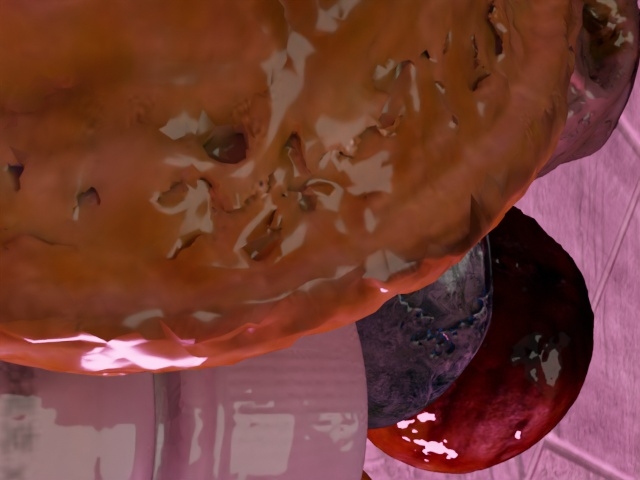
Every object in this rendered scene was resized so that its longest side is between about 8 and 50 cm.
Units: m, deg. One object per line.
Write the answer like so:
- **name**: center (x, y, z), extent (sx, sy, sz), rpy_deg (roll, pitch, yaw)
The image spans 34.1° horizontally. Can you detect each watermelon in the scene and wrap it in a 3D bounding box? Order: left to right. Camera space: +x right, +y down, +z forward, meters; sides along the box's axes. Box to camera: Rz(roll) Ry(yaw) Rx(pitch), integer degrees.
- **watermelon**: center (-0.006, 0.002, 0.737), extent (0.175, 0.188, 0.322), rpy_deg (-15, 99, -26)

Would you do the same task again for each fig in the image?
- **fig**: center (0.123, 0.091, 0.926), extent (0.224, 0.224, 0.263), rpy_deg (-4, 112, -50)

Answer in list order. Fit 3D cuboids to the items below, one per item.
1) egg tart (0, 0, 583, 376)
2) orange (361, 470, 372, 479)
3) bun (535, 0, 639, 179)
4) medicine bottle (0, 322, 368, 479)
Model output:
- **egg tart**: center (-0.087, -0.161, 0.427), extent (0.443, 0.443, 0.178), rpy_deg (-43, 167, -32)
- **orange**: center (-0.056, 0.254, 0.759), extent (0.246, 0.246, 0.246), rpy_deg (-21, 119, -45)
- **bun**: center (0.167, -0.172, 0.888), extent (0.281, 0.205, 0.281), rpy_deg (-24, 123, -45)
- **medicine bottle**: center (-0.180, 0.082, 0.484), extent (0.371, 0.211, 0.211), rpy_deg (3, 101, -33)
